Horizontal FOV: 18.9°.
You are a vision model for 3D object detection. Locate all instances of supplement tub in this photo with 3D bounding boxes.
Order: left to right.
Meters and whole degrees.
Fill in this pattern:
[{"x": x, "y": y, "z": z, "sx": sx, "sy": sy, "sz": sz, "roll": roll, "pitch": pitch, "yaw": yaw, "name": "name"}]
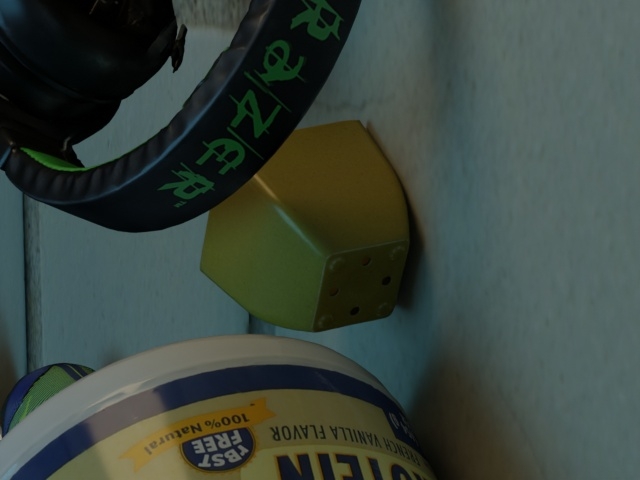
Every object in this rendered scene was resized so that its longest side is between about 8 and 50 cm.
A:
[{"x": -0.016, "y": 0.221, "z": 0.830, "sx": 0.228, "sy": 0.228, "sz": 0.316, "roll": 107, "pitch": 148, "yaw": -41, "name": "supplement tub"}]

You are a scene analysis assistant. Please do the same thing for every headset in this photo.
[{"x": -0.087, "y": -0.161, "z": 1.010, "sx": 0.243, "sy": 0.185, "sz": 0.394, "roll": -51, "pitch": 43, "yaw": 17, "name": "headset"}]

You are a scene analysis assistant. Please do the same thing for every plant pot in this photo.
[{"x": 0.000, "y": 0.000, "z": 0.942, "sx": 0.083, "sy": 0.081, "sz": 0.081, "roll": 48, "pitch": 138, "yaw": 41, "name": "plant pot"}]

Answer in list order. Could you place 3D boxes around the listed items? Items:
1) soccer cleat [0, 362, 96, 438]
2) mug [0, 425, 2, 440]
[{"x": -0.175, "y": 0.232, "z": 1.371, "sx": 0.121, "sy": 0.093, "sz": 0.289, "roll": -5, "pitch": 90, "yaw": 60, "name": "soccer cleat"}, {"x": -0.410, "y": 0.229, "z": 1.745, "sx": 0.328, "sy": 0.276, "sz": 0.374, "roll": 116, "pitch": 172, "yaw": -62, "name": "mug"}]
